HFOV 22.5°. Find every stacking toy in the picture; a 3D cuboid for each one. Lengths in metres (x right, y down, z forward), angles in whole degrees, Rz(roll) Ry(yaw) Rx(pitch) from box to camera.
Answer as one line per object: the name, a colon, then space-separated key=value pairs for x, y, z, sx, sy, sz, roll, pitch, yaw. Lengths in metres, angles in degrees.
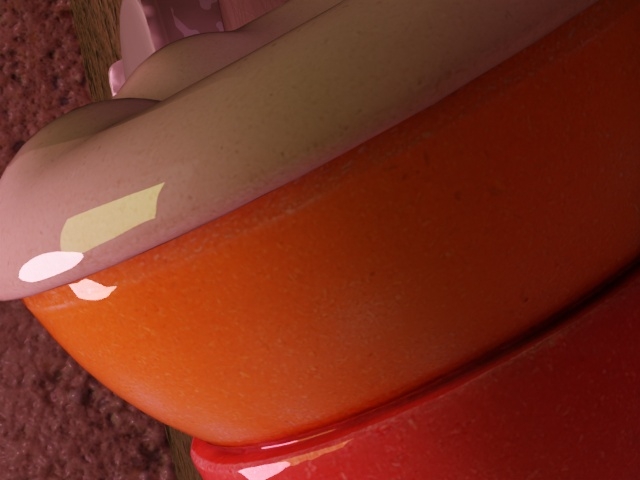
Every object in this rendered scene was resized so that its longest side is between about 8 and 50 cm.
stacking toy: x=0.097 y=0.096 z=0.736 sx=0.480 sy=0.350 sz=0.350 roll=61 pitch=169 yaw=-11

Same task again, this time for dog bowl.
dog bowl: x=-0.143 y=-0.145 z=1.693 sx=0.349 sy=0.102 sz=0.349 roll=168 pitch=90 yaw=-76

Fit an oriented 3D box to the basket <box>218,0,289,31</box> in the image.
basket: x=0.000 y=-0.179 z=1.023 sx=0.204 sy=0.154 sz=0.227 roll=106 pitch=152 yaw=-53
